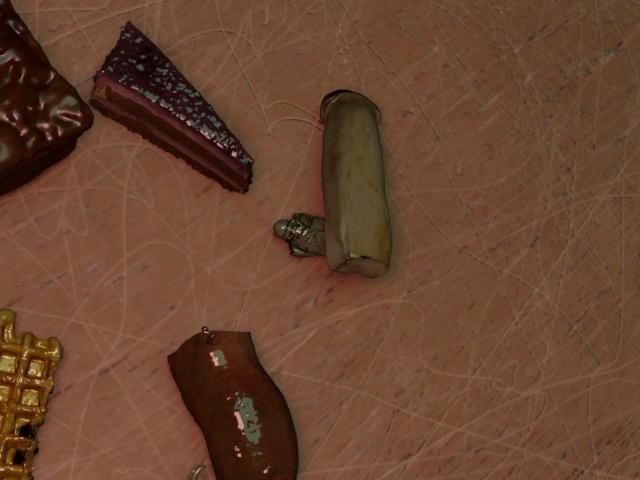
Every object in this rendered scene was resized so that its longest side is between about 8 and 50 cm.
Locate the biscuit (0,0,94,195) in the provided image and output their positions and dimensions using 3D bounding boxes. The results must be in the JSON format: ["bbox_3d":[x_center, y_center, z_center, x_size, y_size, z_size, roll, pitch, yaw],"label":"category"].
[{"bbox_3d":[-0.544,-0.209,1.757,0.342,0.166,0.395,-32,81,-24],"label":"biscuit"}]

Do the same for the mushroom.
[{"bbox_3d":[0.051,-0.090,1.919,0.099,0.081,0.312,7,55,-15],"label":"mushroom"}]

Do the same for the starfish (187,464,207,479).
[{"bbox_3d":[-0.176,0.401,1.709,0.216,0.050,0.224,13,85,6],"label":"starfish"}]

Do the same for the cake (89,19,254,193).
[{"bbox_3d":[-0.214,-0.173,1.882,0.295,0.116,0.113,43,68,4],"label":"cake"}]

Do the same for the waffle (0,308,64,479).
[{"bbox_3d":[-0.444,0.240,1.682,0.309,0.065,0.283,-34,81,-22],"label":"waffle"}]

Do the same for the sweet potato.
[{"bbox_3d":[-0.089,0.270,1.746,0.131,0.131,0.337,-21,78,-23],"label":"sweet potato"}]

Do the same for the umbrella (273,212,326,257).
[{"bbox_3d":[0.000,0.000,1.918,0.143,0.062,0.067,16,97,-12],"label":"umbrella"}]
